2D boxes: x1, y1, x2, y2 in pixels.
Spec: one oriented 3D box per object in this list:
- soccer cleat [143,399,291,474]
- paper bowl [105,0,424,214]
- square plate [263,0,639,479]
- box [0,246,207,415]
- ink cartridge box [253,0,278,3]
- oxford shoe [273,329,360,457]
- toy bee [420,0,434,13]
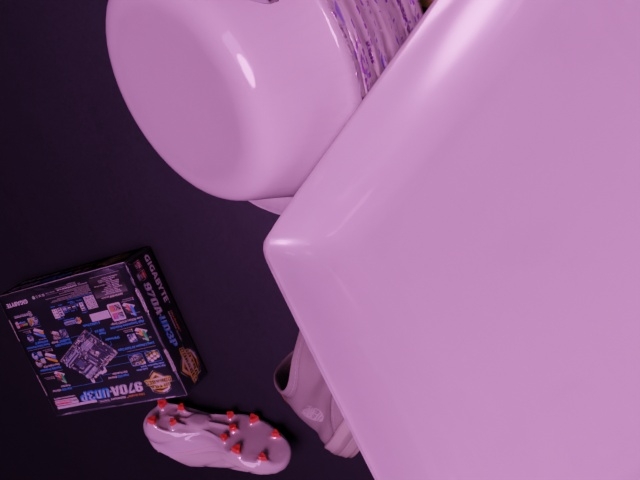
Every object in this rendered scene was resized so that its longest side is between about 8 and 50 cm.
[{"bbox_3d":[-0.121,0.242,0.973,0.196,0.068,0.076,10,130,22],"label":"soccer cleat"},{"bbox_3d":[-0.061,-0.147,0.662,0.284,0.148,0.284,32,141,30],"label":"paper bowl"},{"bbox_3d":[0.124,0.019,0.471,0.347,0.049,0.344,-52,51,33],"label":"square plate"},{"bbox_3d":[-0.267,0.115,0.985,0.220,0.051,0.175,-15,105,29],"label":"box"},{"bbox_3d":[-0.088,-0.368,0.550,0.270,0.395,0.151,15,152,17],"label":"ink cartridge box"},{"bbox_3d":[0.069,0.026,0.734,0.130,0.169,0.449,33,126,8],"label":"oxford shoe"},{"bbox_3d":[0.101,-0.240,0.602,0.195,0.162,0.298,6,114,24],"label":"toy bee"}]
